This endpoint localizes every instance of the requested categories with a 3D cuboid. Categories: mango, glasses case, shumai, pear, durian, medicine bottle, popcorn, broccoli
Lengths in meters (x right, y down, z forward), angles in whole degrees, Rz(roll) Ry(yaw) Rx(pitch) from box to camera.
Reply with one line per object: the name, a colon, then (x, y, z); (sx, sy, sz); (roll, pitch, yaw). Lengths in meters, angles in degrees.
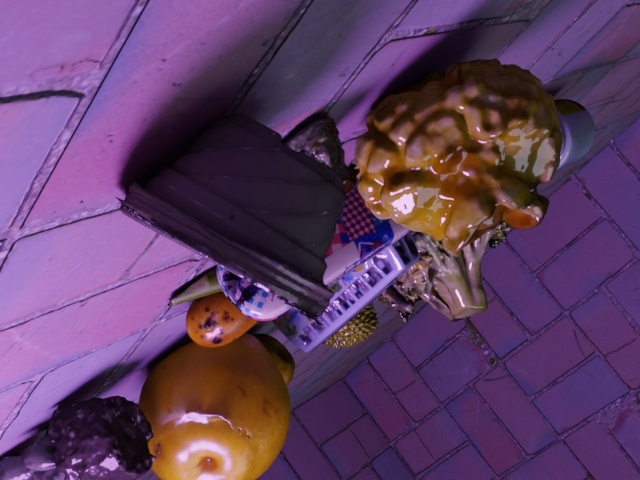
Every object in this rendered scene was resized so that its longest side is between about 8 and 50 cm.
mango: (-0.132, 0.100, 1.374); (0.178, 0.090, 0.115); (-30, 178, -44)
glasses case: (0.000, 0.000, 1.291); (0.327, 0.125, 0.076); (-32, 167, -25)
shumai: (-0.005, -0.081, 1.070); (0.099, 0.087, 0.124); (-31, 167, -35)
pear: (-0.139, 0.272, 1.868); (0.162, 0.148, 0.149); (-31, 170, 18)
durian: (0.056, 0.187, 2.089); (0.159, 0.146, 0.198); (-35, 164, -4)
medicine bottle: (0.454, -0.207, 1.785); (0.139, 0.139, 0.225); (-46, 166, 35)
popcorn: (0.183, -0.112, 1.153); (0.224, 0.270, 0.257); (-126, -125, -77)
broccoli: (0.235, 0.020, 1.850); (0.324, 0.272, 0.334); (17, 144, -27)
pear: (-0.198, 0.295, 1.578); (0.285, 0.285, 0.336); (-36, -153, -9)

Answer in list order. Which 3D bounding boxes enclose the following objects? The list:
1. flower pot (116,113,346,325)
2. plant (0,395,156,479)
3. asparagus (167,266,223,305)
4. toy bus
flower pot: (-0.067, -0.033, 0.860); (0.140, 0.235, 0.235); (-60, 167, -1)
plant: (-0.399, 0.340, 1.392); (0.275, 0.149, 0.146); (-25, 131, 23)
asparagus: (-0.143, 0.055, 1.304); (0.178, 0.041, 0.045); (-17, 128, -24)
toy bus: (0.041, 0.071, 1.643); (0.330, 0.136, 0.109); (-45, 168, 35)
